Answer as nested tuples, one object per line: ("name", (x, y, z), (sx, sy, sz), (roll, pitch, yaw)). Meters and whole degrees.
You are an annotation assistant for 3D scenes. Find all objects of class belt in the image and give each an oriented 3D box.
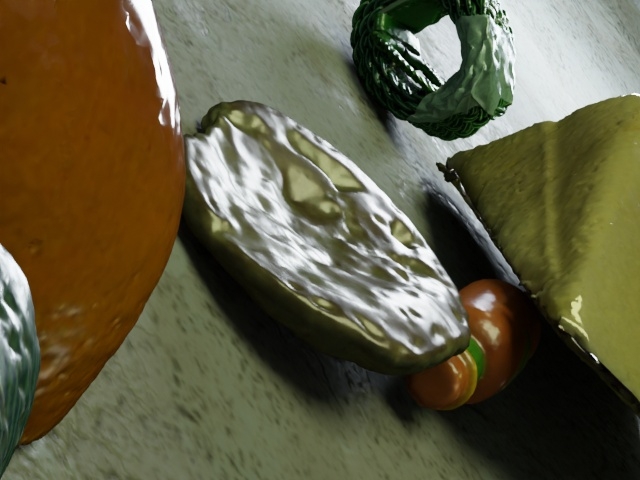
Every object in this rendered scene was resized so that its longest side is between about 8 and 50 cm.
("belt", (0.088, -0.153, 1.531), (0.079, 0.121, 0.151), (28, 36, -59))

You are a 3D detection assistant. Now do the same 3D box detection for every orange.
("orange", (-0.191, -0.073, 0.724), (0.310, 0.274, 0.274), (15, 31, -15))

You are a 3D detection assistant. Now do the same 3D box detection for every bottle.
("bottle", (0.092, 0.071, 1.228), (0.069, 0.069, 0.187), (56, 19, 3))

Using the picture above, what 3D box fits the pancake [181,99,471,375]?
("pancake", (-0.001, 0.001, 1.122), (0.222, 0.042, 0.236), (35, 19, -21))

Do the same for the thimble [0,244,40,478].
("thimble", (-0.152, 0.037, 0.568), (0.135, 0.118, 0.090), (51, 17, -14))

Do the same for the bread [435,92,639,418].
("bread", (0.215, 0.089, 1.433), (0.345, 0.242, 0.405), (52, 38, -22))
